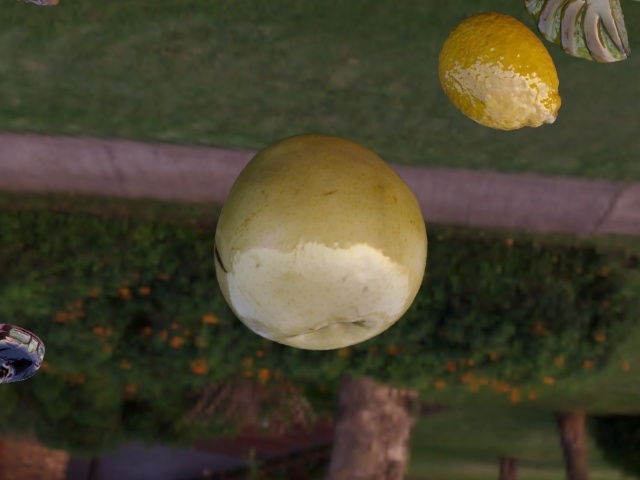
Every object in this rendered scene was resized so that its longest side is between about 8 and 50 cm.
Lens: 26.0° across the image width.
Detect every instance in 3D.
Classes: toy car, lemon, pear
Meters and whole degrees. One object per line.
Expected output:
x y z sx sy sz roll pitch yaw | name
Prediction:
-0.305 0.104 1.184 0.142 0.055 0.069 -10 146 21 | toy car
0.234 -0.215 1.810 0.187 0.142 0.142 44 171 14 | lemon
0.000 0.000 1.916 0.309 0.309 0.309 8 164 2 | pear

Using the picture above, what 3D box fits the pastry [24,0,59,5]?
-0.262 -0.447 1.609 0.337 0.405 0.292 33 156 7 | pastry

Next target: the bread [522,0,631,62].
0.250 -0.250 1.392 0.094 0.157 0.083 -12 164 25 | bread
